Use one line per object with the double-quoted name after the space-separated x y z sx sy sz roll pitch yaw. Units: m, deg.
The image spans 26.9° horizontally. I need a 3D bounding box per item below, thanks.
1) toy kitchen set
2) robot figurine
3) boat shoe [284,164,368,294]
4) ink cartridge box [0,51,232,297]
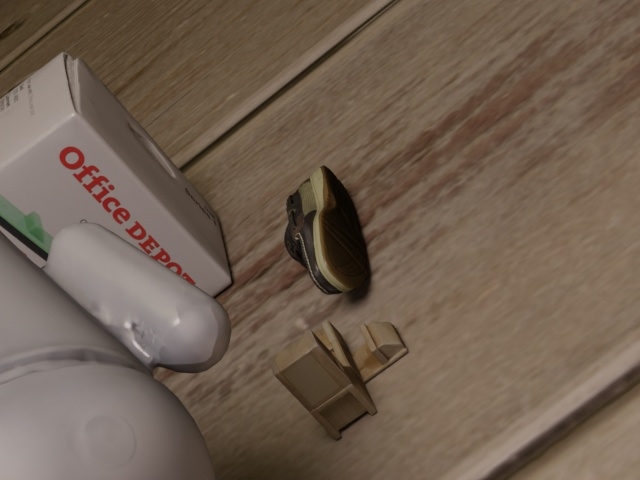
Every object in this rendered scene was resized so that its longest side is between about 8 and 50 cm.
0.008 0.064 0.859 0.068 0.075 0.083 -36 36 6 "toy kitchen set"
-0.187 0.105 0.663 0.300 0.200 0.353 -42 52 -15 "robot figurine"
0.000 0.000 0.977 0.049 0.056 0.152 -36 21 17 "boat shoe"
-0.240 0.020 1.062 0.278 0.201 0.117 -35 32 8 "ink cartridge box"
